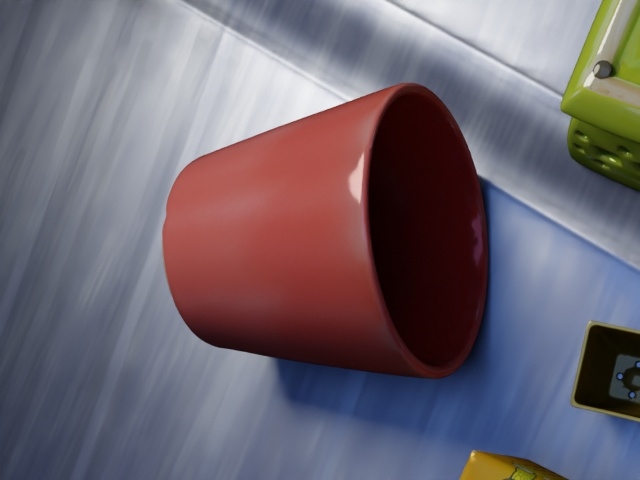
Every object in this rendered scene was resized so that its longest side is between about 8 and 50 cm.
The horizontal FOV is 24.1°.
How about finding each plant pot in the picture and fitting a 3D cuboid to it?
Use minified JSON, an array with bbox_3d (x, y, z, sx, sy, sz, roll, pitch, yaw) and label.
[{"bbox_3d":[0.352,-0.154,1.354,0.228,0.207,0.227,23,88,21],"label":"plant pot"},{"bbox_3d":[0.286,0.125,1.393,0.081,0.083,0.081,11,85,22],"label":"plant pot"},{"bbox_3d":[0.000,0.000,1.442,0.243,0.275,0.275,-6,78,30],"label":"plant pot"}]

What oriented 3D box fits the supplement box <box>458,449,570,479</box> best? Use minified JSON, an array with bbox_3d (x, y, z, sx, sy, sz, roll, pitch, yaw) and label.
[{"bbox_3d":[0.268,0.346,1.299,0.356,0.195,0.194,25,89,23],"label":"supplement box"}]
